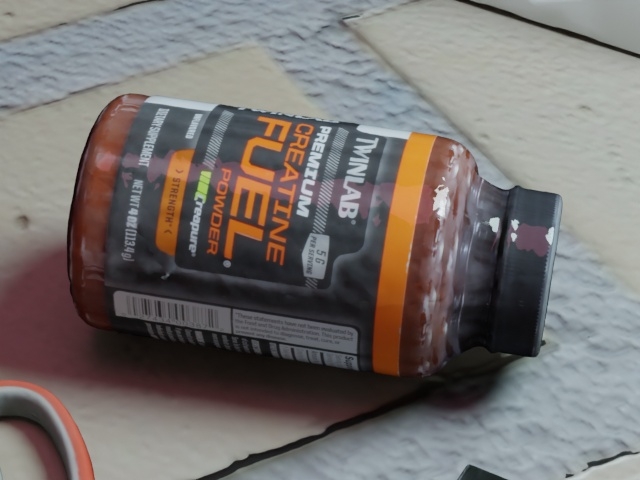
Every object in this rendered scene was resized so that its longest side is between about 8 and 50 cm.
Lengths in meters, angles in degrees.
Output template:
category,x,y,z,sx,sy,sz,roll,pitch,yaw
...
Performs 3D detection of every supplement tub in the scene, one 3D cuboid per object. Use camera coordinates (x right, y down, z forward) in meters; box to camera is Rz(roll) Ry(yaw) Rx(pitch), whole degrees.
category,x,y,z,sx,sy,sz,roll,pitch,yaw
supplement tub,0.000,0.000,0.765,0.197,0.106,0.106,8,40,7

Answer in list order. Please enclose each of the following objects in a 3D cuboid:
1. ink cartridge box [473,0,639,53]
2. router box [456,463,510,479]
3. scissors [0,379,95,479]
category,x,y,z,sx,sy,sz,roll,pitch,yaw
ink cartridge box,0.187,-0.241,1.050,0.207,0.117,0.283,21,43,21
router box,0.071,0.168,0.614,0.133,0.046,0.179,20,43,21
scissors,-0.112,0.156,0.639,0.109,0.021,0.297,-10,40,-16
